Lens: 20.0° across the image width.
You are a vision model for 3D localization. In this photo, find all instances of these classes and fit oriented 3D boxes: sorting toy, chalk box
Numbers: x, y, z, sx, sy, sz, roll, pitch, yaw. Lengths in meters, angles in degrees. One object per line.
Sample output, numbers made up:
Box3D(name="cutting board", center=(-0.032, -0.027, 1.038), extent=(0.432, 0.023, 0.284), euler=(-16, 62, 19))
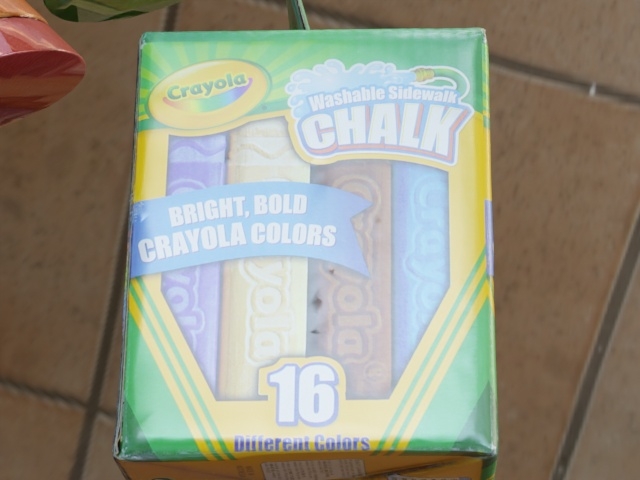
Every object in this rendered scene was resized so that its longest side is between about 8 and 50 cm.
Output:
Box3D(name="sorting toy", center=(-0.121, -0.184, 0.962), extent=(0.365, 0.127, 0.126), euler=(-31, 75, 33))
Box3D(name="chalk box", center=(0.000, 0.000, 0.949), extent=(0.179, 0.180, 0.289), euler=(0, 67, 4))
